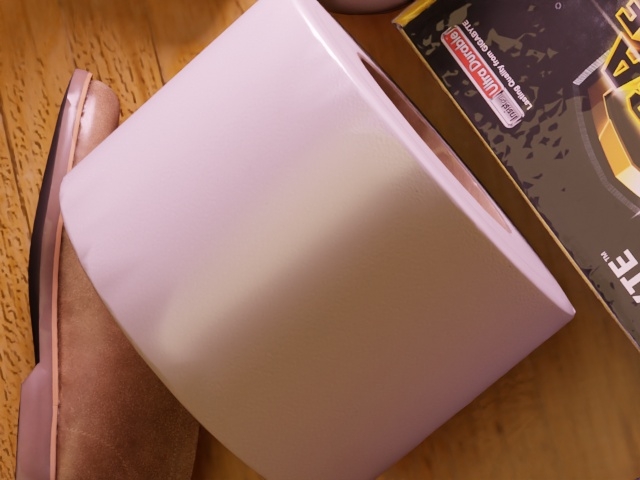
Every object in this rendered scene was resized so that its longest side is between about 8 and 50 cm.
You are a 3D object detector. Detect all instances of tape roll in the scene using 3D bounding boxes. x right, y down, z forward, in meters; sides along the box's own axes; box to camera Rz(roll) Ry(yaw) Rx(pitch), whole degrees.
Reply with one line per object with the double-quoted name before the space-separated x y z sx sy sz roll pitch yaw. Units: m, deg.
"tape roll" 0.000 0.000 0.771 0.169 0.246 0.246 -41 71 10

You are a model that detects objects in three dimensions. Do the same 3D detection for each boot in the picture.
"boot" -0.136 0.039 0.908 0.115 0.112 0.305 2 77 -11

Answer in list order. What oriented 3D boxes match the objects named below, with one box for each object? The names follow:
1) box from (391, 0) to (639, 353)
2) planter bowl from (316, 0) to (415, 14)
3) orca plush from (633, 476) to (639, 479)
"box" 0.236 -0.075 0.789 0.257 0.079 0.322 -36 72 9
"planter bowl" 0.026 -0.205 0.856 0.162 0.109 0.162 -4 72 13
"orca plush" 0.228 0.200 0.749 0.287 0.102 0.151 -31 45 22
